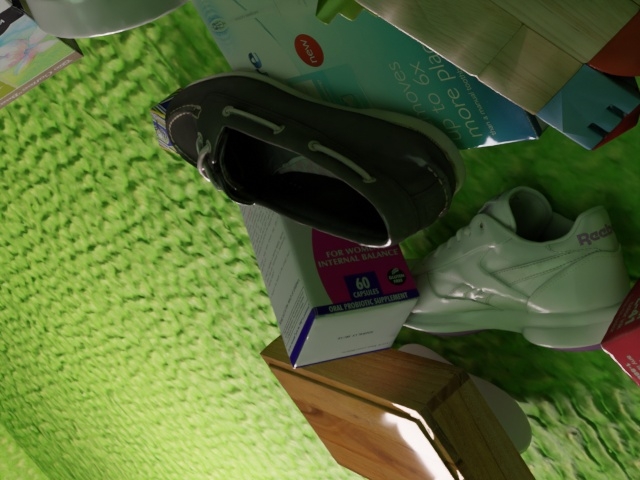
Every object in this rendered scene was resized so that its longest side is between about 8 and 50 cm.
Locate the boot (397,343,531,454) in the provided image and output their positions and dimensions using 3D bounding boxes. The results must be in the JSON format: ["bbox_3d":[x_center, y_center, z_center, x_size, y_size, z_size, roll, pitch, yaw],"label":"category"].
[{"bbox_3d":[0.166,0.200,1.236,0.190,0.069,0.086,37,154,27],"label":"boot"}]

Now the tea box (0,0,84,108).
[{"bbox_3d":[-0.449,-0.294,1.050,0.329,0.220,0.323,58,-177,4],"label":"tea box"}]

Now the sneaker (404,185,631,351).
[{"bbox_3d":[0.170,0.019,1.018,0.305,0.114,0.152,1,107,48],"label":"sneaker"}]

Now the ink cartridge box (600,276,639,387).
[{"bbox_3d":[0.401,0.074,0.777,0.226,0.131,0.306,46,148,-1],"label":"ink cartridge box"}]

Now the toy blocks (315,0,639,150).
[{"bbox_3d":[0.207,-0.203,0.620,0.261,0.190,0.381,29,126,-18],"label":"toy blocks"}]

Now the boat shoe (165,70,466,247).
[{"bbox_3d":[-0.037,-0.070,0.900,0.335,0.095,0.112,15,139,39],"label":"boat shoe"}]

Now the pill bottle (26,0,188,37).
[{"bbox_3d":[-0.231,-0.389,0.872,0.229,0.229,0.407,18,138,35],"label":"pill bottle"}]

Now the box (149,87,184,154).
[{"bbox_3d":[-0.113,-0.117,1.198,0.169,0.054,0.059,23,141,29],"label":"box"}]

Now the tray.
[{"bbox_3d":[0.082,0.219,1.239,0.202,0.076,0.411,57,161,-17],"label":"tray"}]

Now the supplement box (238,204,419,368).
[{"bbox_3d":[0.000,0.000,1.060,0.114,0.111,0.220,112,143,-54],"label":"supplement box"}]

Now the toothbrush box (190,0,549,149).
[{"bbox_3d":[0.052,-0.188,0.876,0.296,0.126,0.216,-2,126,50],"label":"toothbrush box"}]
